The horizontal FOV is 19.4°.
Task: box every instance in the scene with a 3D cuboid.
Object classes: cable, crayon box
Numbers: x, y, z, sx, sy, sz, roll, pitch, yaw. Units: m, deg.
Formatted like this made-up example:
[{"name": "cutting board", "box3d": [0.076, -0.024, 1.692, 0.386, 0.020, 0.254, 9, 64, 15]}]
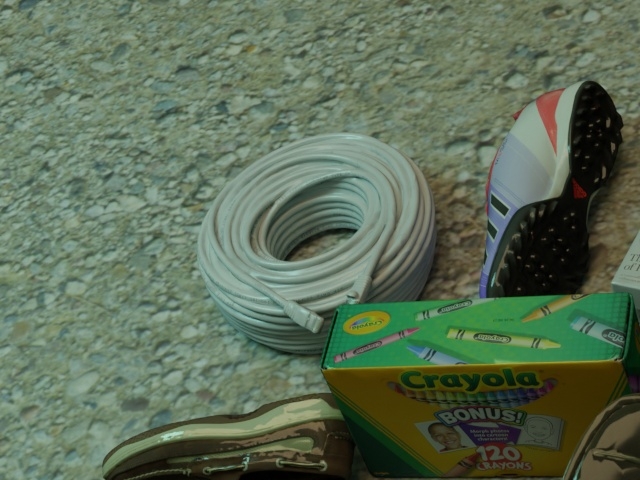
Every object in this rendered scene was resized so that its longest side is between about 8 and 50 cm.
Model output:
[{"name": "cable", "box3d": [0.000, 0.000, 1.959, 0.257, 0.089, 0.257, 19, 56, 38]}, {"name": "crayon box", "box3d": [0.158, 0.134, 1.694, 0.278, 0.165, 0.081, -3, 46, 22]}]

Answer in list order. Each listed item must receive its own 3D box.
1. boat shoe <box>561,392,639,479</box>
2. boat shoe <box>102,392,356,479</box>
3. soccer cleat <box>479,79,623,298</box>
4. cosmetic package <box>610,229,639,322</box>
[{"name": "boat shoe", "box3d": [0.235, 0.278, 1.484, 0.110, 0.104, 0.307, 7, 75, 13]}, {"name": "boat shoe", "box3d": [-0.089, 0.219, 1.779, 0.257, 0.095, 0.095, -17, 65, 19]}, {"name": "soccer cleat", "box3d": [0.211, -0.028, 1.897, 0.116, 0.108, 0.318, -14, 41, 42]}, {"name": "cosmetic package", "box3d": [0.402, 0.044, 1.755, 0.239, 0.060, 0.099, 12, 52, 32]}]
